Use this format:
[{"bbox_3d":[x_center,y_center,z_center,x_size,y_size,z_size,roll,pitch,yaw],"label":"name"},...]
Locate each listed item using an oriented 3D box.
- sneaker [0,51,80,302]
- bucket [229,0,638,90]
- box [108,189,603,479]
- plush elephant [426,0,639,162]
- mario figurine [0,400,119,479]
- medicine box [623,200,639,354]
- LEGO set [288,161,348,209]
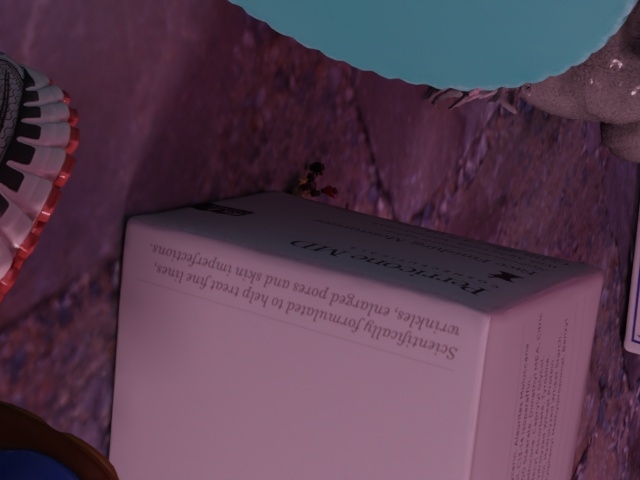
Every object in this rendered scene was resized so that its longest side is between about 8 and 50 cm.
[{"bbox_3d":[-0.137,0.004,0.363,0.093,0.088,0.225,35,33,-16],"label":"sneaker"},{"bbox_3d":[0.038,-0.196,0.433,0.183,0.281,0.281,-58,145,-21],"label":"bucket"},{"bbox_3d":[0.011,0.085,0.575,0.119,0.181,0.181,-15,115,-56],"label":"box"},{"bbox_3d":[0.253,-0.150,0.800,0.330,0.255,0.271,-42,136,-43],"label":"plush elephant"},{"bbox_3d":[-0.195,0.153,0.367,0.170,0.198,0.320,-40,174,28],"label":"mario figurine"},{"bbox_3d":[0.436,-0.009,1.123,0.149,0.289,0.263,-28,125,-51],"label":"medicine box"},{"bbox_3d":[0.001,-0.002,0.686,0.054,0.023,0.083,-37,119,-50],"label":"LEGO set"}]
